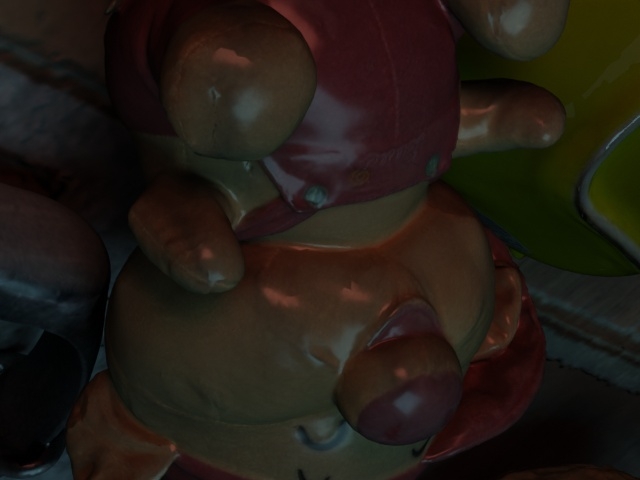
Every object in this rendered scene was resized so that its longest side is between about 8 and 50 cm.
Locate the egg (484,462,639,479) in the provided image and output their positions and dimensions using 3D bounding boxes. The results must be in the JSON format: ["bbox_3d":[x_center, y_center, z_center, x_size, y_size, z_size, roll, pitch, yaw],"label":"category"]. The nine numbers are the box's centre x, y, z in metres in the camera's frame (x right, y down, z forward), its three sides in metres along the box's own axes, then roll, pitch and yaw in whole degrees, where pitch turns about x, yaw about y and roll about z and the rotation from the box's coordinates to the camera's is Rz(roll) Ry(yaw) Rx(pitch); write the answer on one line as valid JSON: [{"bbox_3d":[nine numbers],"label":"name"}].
[{"bbox_3d":[0.139,0.252,0.975,0.245,0.203,0.203,-40,142,18],"label":"egg"}]

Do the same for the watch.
[{"bbox_3d":[-0.190,0.048,0.626,0.206,0.068,0.193,14,130,-39],"label":"watch"}]

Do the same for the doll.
[{"bbox_3d":[0.000,0.002,0.574,0.196,0.152,0.256,0,124,-6],"label":"doll"}]

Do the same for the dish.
[{"bbox_3d":[0.147,-0.059,0.683,0.221,0.108,0.262,-32,143,6],"label":"dish"}]
